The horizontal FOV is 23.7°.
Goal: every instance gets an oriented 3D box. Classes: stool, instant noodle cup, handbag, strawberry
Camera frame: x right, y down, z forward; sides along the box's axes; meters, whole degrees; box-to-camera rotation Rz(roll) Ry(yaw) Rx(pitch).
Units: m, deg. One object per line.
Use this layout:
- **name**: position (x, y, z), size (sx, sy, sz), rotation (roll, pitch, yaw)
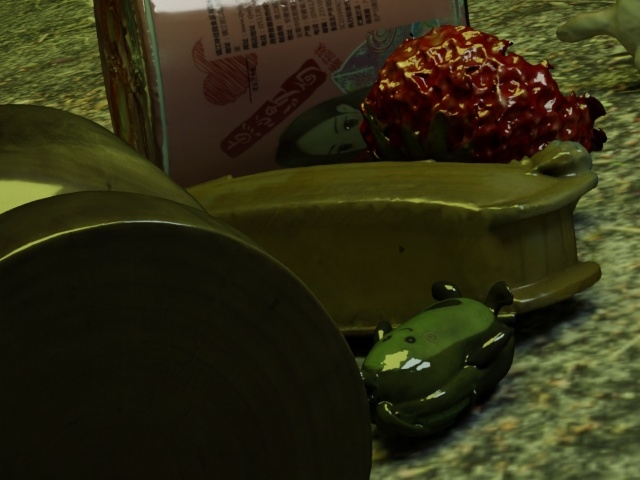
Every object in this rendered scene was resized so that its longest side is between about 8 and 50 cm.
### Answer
- **stool**: position (-0.108, 0.049, 0.624), size (0.179, 0.179, 0.264), rotation (-18, 19, -16)
- **instant noodle cup**: position (-0.034, -0.146, 1.096), size (0.231, 0.243, 0.243), rotation (-10, 17, -15)
- **handbag**: position (0.052, 0.058, 0.705), size (0.072, 0.047, 0.111), rotation (0, 19, 35)
- **strawberry**: position (0.089, -0.059, 0.904), size (0.145, 0.145, 0.086), rotation (3, 42, 39)

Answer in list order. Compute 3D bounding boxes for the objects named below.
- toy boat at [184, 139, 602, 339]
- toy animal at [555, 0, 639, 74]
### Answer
- **toy boat**: position (0.000, 0.000, 0.849), size (0.321, 0.089, 0.121), rotation (-4, 15, 27)
- **toy animal**: position (0.305, -0.188, 1.190), size (0.184, 0.104, 0.185), rotation (6, 30, 42)
